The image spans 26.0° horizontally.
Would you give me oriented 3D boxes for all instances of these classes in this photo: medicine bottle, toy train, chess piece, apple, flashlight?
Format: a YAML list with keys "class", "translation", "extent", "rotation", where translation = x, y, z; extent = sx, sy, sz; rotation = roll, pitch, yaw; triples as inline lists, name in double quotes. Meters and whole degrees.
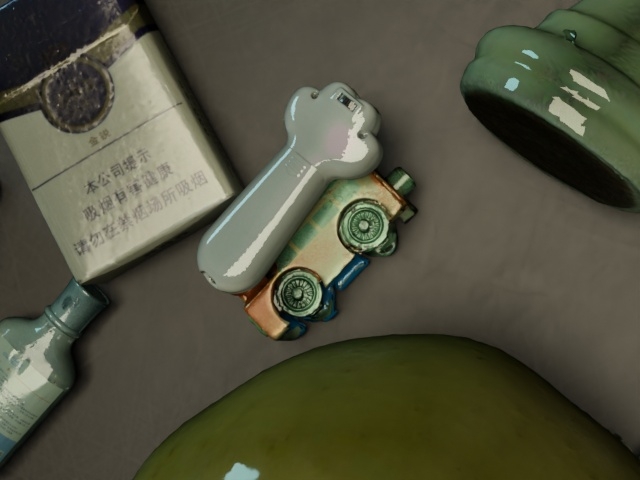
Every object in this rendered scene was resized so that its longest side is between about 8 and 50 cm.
- class: "medicine bottle"
  translation: [-0.273, 0.121, 1.250]
  extent: [0.090, 0.054, 0.208]
  rotation: [43, 95, 11]
- class: "toy train"
  translation: [0.000, 0.000, 1.192]
  extent: [0.099, 0.072, 0.188]
  rotation: [45, 97, 16]
- class: "chess piece"
  translation: [0.264, -0.189, 1.097]
  extent: [0.194, 0.194, 0.299]
  rotation: [34, 86, 10]
- class: "apple"
  translation: [0.057, 0.289, 0.994]
  extent: [0.474, 0.473, 0.473]
  rotation: [0, 89, 11]
- class: "flashlight"
  translation: [-0.027, -0.039, 1.142]
  extent: [0.093, 0.047, 0.200]
  rotation: [41, 98, 19]

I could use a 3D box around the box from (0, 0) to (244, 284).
- class: "box"
  translation: [-0.196, -0.110, 1.231]
  extent: [0.168, 0.071, 0.259]
  rotation: [-30, 84, 9]

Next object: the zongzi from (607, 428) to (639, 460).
- class: "zongzi"
  translation: [0.318, 0.181, 1.145]
  extent: [0.130, 0.062, 0.154]
  rotation: [-43, 64, -13]
